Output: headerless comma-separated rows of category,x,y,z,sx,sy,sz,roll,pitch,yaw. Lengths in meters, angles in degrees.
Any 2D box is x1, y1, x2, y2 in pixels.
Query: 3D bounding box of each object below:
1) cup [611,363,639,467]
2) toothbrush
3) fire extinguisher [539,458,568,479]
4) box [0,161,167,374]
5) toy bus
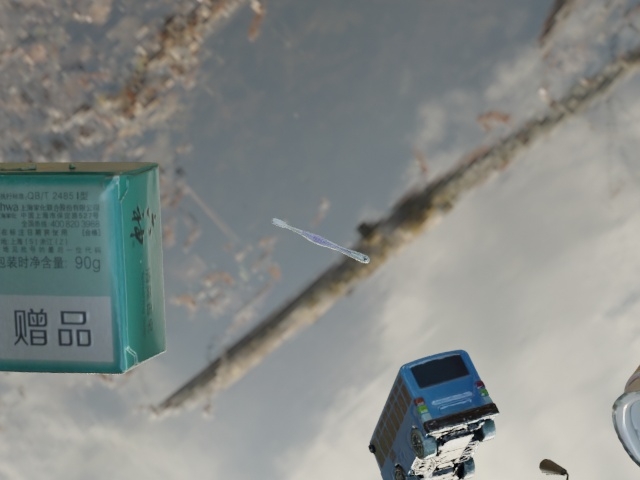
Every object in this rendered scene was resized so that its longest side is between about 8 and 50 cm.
cup,0.411,0.110,1.555,0.279,0.196,0.196,-40,146,-28
toothbrush,0.000,0.000,1.928,0.131,0.013,0.011,23,88,-14
fire extinguisher,0.179,0.191,1.255,0.046,0.032,0.100,-47,178,-15
box,-0.246,0.018,1.235,0.092,0.245,0.153,-26,116,-72
toy bus,0.117,0.204,1.743,0.090,0.106,0.185,-14,150,-21
